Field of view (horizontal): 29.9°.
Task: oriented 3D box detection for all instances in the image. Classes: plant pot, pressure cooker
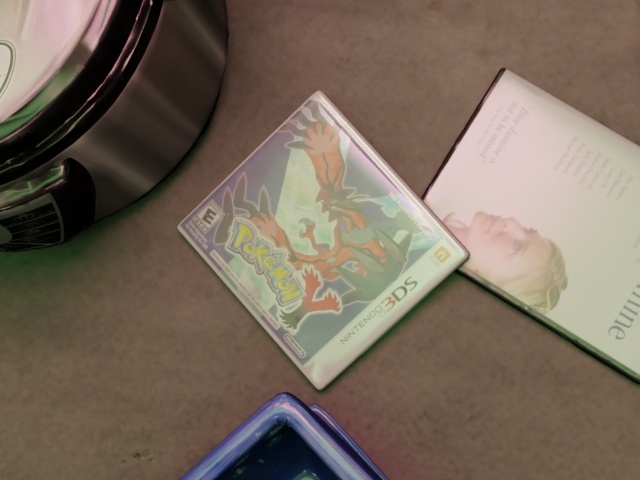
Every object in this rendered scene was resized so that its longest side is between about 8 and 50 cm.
[{"bbox_3d":[-0.021,0.274,0.965,0.236,0.212,0.236,-43,82,2],"label":"plant pot"},{"bbox_3d":[-0.282,-0.199,0.933,0.375,0.420,0.370,43,89,8],"label":"pressure cooker"}]

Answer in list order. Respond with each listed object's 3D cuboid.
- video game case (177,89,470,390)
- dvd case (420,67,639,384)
[{"bbox_3d":[0.000,0.000,1.070,0.183,0.023,0.201,-43,81,9],"label":"video game case"},{"bbox_3d":[0.222,-0.014,1.059,0.253,0.022,0.180,32,89,8],"label":"dvd case"}]
